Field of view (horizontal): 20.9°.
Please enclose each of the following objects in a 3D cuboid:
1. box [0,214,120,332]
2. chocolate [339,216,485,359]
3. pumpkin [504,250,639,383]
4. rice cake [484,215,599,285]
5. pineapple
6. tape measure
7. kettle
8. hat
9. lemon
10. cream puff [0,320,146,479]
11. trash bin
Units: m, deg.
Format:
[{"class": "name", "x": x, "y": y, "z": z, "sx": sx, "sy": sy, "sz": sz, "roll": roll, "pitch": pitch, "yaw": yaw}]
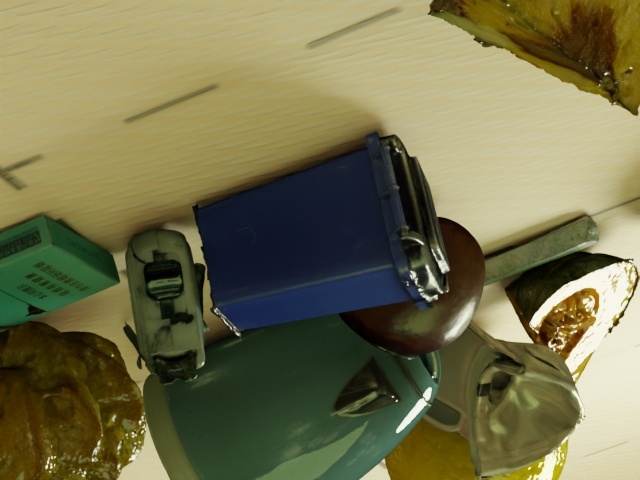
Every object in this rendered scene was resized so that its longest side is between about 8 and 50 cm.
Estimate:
[{"class": "box", "x": -0.338, "y": 0.053, "z": 1.752, "sx": 0.229, "sy": 0.041, "sz": 0.162, "roll": -22, "pitch": 159, "yaw": 11}, {"class": "chocolate", "x": 0.106, "y": 0.043, "z": 1.960, "sx": 0.176, "sy": 0.177, "sz": 0.177, "roll": -15, "pitch": 159, "yaw": -6}, {"class": "pumpkin", "x": 0.339, "y": 0.077, "z": 2.296, "sx": 0.163, "sy": 0.111, "sz": 0.278, "roll": -33, "pitch": 146, "yaw": 0}, {"class": "rice cake", "x": 0.246, "y": 0.023, "z": 2.161, "sx": 0.210, "sy": 0.034, "sz": 0.043, "roll": -22, "pitch": 168, "yaw": 10}, {"class": "pineapple", "x": 0.184, "y": -0.217, "z": 1.447, "sx": 0.249, "sy": 0.140, "sz": 0.164, "roll": 26, "pitch": 176, "yaw": -41}, {"class": "tape measure", "x": -0.167, "y": 0.066, "z": 1.854, "sx": 0.084, "sy": 0.164, "sz": 0.330, "roll": -2, "pitch": -177, "yaw": -8}, {"class": "kettle", "x": -0.011, "y": 0.191, "z": 2.164, "sx": 0.342, "sy": 0.247, "sz": 0.319, "roll": -28, "pitch": -170, "yaw": 8}, {"class": "hat", "x": 0.220, "y": 0.170, "z": 2.250, "sx": 0.164, "sy": 0.226, "sz": 0.219, "roll": -12, "pitch": 142, "yaw": -31}, {"class": "lemon", "x": 0.218, "y": 0.269, "z": 2.432, "sx": 0.293, "sy": 0.293, "sz": 0.293, "roll": -15, "pitch": 159, "yaw": -6}, {"class": "cream puff", "x": -0.311, "y": 0.187, "z": 1.872, "sx": 0.244, "sy": 0.196, "sz": 0.244, "roll": 10, "pitch": 172, "yaw": 2}, {"class": "trash bin", "x": 0.000, "y": 0.000, "z": 1.746, "sx": 0.234, "sy": 0.163, "sz": 0.184, "roll": -14, "pitch": 159, "yaw": 8}]
